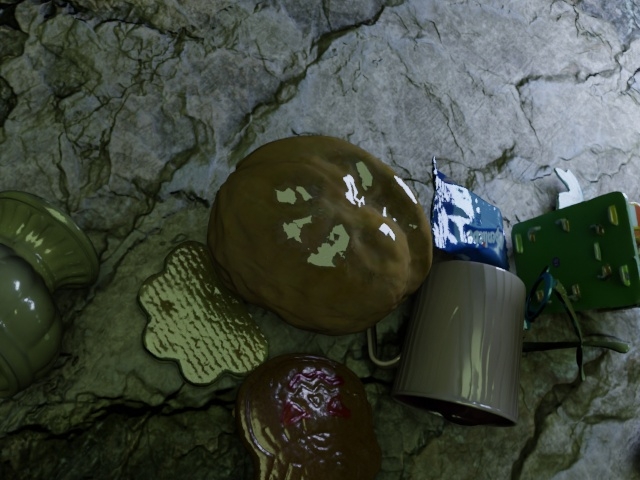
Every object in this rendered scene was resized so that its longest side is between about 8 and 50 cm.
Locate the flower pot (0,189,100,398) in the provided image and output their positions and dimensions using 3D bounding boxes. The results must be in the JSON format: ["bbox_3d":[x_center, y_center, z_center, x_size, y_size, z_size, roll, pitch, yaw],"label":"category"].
[{"bbox_3d":[-0.515,0.073,0.936,0.307,0.307,0.244,34,48,0],"label":"flower pot"}]

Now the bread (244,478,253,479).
[{"bbox_3d":[-0.108,0.509,0.973,0.235,0.099,0.211,-8,75,-15],"label":"bread"}]

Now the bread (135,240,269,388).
[{"bbox_3d":[-0.233,0.148,1.083,0.207,0.056,0.287,-26,79,-21],"label":"bread"}]

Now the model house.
[{"bbox_3d":[0.607,-0.024,1.198,0.323,0.300,0.340,0,78,-22],"label":"model house"}]

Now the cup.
[{"bbox_3d":[0.241,0.198,1.114,0.208,0.288,0.273,33,63,-39],"label":"cup"}]

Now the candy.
[{"bbox_3d":[0.305,-0.028,1.168,0.331,0.077,0.187,19,62,-45],"label":"candy"}]

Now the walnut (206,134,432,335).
[{"bbox_3d":[-0.013,-0.003,1.034,0.383,0.383,0.384,3,72,-11],"label":"walnut"}]

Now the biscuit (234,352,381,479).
[{"bbox_3d":[-0.017,0.322,1.024,0.272,0.049,0.257,2,63,-33],"label":"biscuit"}]

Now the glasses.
[{"bbox_3d":[0.446,0.180,1.100,0.102,0.239,0.207,-30,55,-24],"label":"glasses"}]

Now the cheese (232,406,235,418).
[{"bbox_3d":[-0.079,0.292,1.082,0.162,0.036,0.086,-39,85,-20],"label":"cheese"}]
